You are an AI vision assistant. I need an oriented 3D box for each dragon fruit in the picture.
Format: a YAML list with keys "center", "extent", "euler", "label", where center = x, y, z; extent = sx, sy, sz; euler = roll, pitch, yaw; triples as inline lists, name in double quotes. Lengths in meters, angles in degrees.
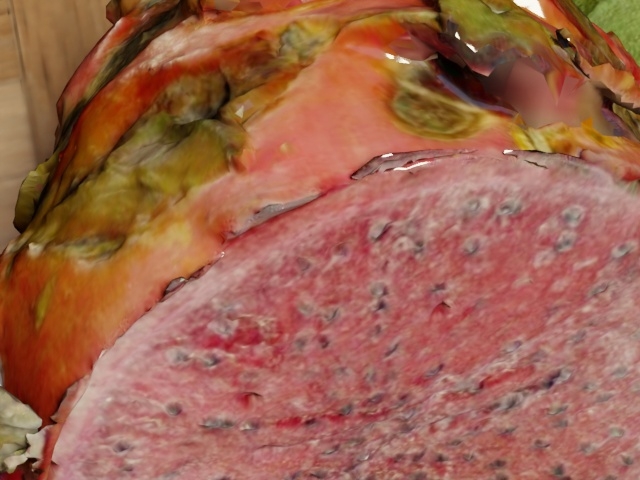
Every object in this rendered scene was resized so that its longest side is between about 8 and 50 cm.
- center: [0.000, 0.000, 0.633]
  extent: [0.296, 0.314, 0.263]
  euler: [-36, 45, 11]
  label: "dragon fruit"

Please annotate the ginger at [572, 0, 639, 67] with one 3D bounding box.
- center: [0.192, -0.028, 0.727]
  extent: [0.137, 0.089, 0.290]
  euler: [-6, 59, -11]
  label: "ginger"
